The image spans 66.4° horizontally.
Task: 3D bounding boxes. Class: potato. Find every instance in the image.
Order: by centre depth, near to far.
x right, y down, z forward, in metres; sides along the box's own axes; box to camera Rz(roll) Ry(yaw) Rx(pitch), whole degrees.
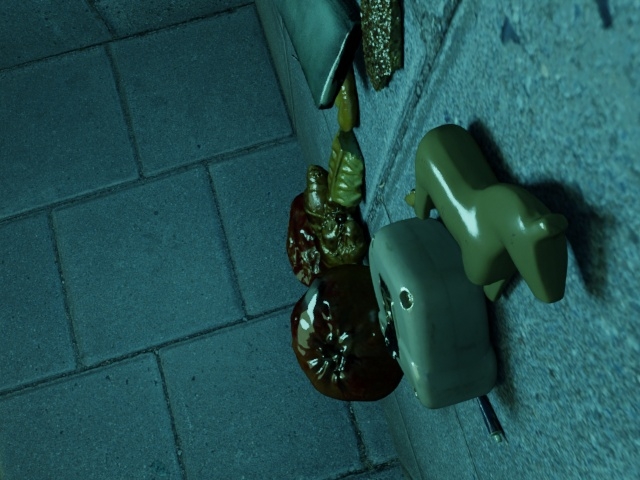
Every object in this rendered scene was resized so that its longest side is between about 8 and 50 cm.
[{"bbox_3d":[0.151,-0.058,0.738,0.093,0.037,0.036,100,148,-81],"label":"potato"}]

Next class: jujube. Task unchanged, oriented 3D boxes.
[{"bbox_3d":[0.000,0.002,1.816,0.276,0.276,0.377,84,-179,-73],"label":"jujube"}]

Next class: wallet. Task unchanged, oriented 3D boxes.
[{"bbox_3d":[-0.022,-0.447,0.958,0.191,0.046,0.379,114,142,-50],"label":"wallet"}]

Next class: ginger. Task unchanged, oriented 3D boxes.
[{"bbox_3d":[0.043,-0.062,1.521,0.274,0.152,0.358,96,156,-81],"label":"ginger"}]

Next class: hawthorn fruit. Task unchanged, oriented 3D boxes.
[{"bbox_3d":[0.088,0.194,1.109,0.308,0.324,0.308,21,130,28],"label":"hawthorn fruit"}]

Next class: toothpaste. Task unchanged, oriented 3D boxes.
[{"bbox_3d":[0.255,0.266,0.747,0.027,0.019,0.083,40,-155,-49],"label":"toothpaste"}]

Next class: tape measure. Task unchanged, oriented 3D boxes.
[{"bbox_3d":[0.151,0.100,0.738,0.258,0.130,0.265,-108,3,-67],"label":"tape measure"}]

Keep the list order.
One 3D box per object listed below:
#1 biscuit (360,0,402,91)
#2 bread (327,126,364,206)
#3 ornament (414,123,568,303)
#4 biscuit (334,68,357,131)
[{"bbox_3d":[0.084,-0.304,0.702,0.237,0.026,0.131,79,175,-52],"label":"biscuit"},{"bbox_3d":[0.063,-0.177,1.267,0.232,0.087,0.128,88,158,-58],"label":"bread"},{"bbox_3d":[0.162,-0.020,0.496,0.245,0.061,0.230,72,178,-61],"label":"ornament"},{"bbox_3d":[0.032,-0.380,1.057,0.154,0.045,0.299,-122,15,-73],"label":"biscuit"}]
